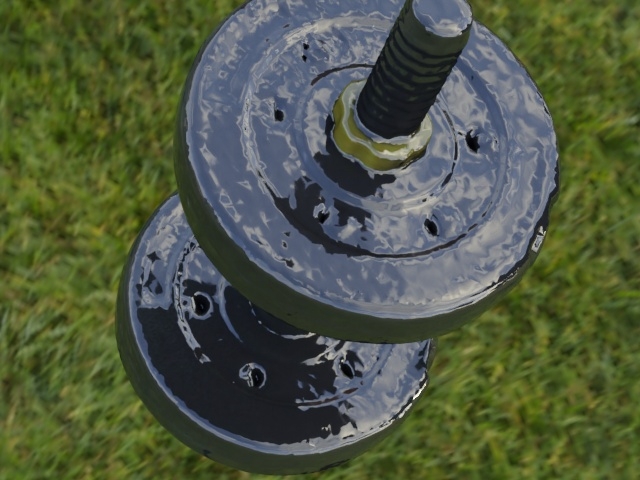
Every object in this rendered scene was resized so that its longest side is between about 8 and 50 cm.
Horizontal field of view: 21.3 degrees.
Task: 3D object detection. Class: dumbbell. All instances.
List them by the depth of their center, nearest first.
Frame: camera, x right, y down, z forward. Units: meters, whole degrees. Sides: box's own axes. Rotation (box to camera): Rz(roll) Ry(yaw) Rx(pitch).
[{"bbox_3d":[0.000,0.000,0.677,0.143,0.325,0.143,7,62,-13],"label":"dumbbell"}]
